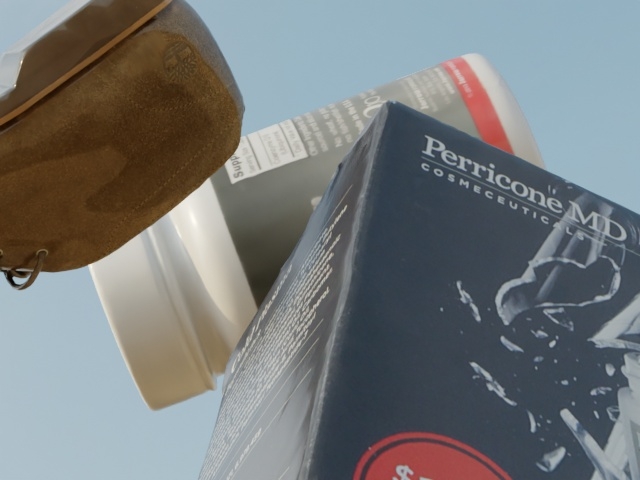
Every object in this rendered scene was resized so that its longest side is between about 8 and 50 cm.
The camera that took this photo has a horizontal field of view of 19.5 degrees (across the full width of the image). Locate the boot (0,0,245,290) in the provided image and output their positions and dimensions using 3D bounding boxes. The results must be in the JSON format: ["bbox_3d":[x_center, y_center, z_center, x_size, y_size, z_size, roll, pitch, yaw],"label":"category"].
[{"bbox_3d":[-0.172,-0.009,0.919,0.305,0.112,0.115,-36,-74,-4],"label":"boot"}]

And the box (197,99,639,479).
[{"bbox_3d":[0.118,0.161,0.696,0.343,0.312,0.179,24,-51,-9],"label":"box"}]

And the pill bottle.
[{"bbox_3d":[0.000,0.000,1.196,0.283,0.161,0.161,-21,-32,-3],"label":"pill bottle"}]
